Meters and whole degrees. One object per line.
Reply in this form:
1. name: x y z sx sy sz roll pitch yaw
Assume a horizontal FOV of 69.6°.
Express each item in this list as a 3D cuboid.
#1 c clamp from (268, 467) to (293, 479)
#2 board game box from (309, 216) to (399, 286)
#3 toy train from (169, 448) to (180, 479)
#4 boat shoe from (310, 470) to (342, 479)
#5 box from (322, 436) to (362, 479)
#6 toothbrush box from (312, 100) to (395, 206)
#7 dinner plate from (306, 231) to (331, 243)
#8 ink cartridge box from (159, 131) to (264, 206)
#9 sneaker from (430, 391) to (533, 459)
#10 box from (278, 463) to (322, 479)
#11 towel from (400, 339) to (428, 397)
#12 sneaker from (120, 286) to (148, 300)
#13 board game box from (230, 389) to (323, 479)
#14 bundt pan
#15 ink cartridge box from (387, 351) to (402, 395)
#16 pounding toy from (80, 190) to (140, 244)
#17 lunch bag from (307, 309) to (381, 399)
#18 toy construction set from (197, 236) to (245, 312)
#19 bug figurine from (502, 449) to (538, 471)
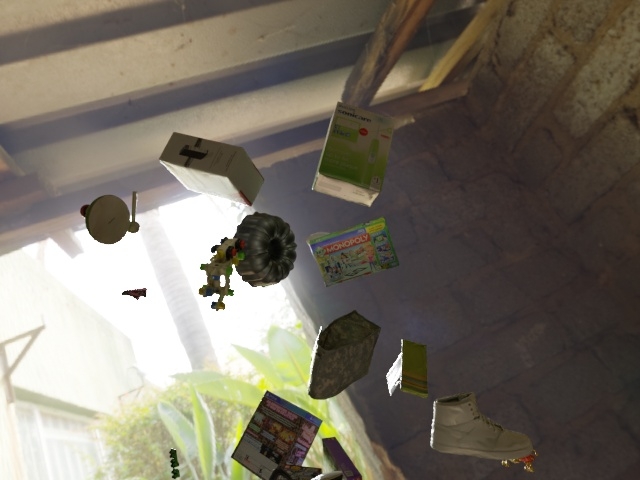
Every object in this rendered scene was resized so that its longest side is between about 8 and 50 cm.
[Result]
1. c clamp: -0.123 0.832 1.502 0.022 0.137 0.161 5 -74 -61
2. board game box: 0.137 0.050 1.866 0.316 0.046 0.214 -18 -64 9
3. toy train: -0.421 0.645 1.332 0.017 0.083 0.023 -32 -31 24
4. boat shoe: 0.001 0.616 1.155 0.132 0.042 0.049 -8 -12 -33
5. box: 0.070 0.826 1.560 0.057 0.201 0.293 -1 2 -15
6. toothbrush box: 0.110 -0.280 1.501 0.206 0.284 0.122 17 -25 -5
7. dinner plate: 0.000 0.000 2.315 0.141 0.017 0.141 -4 -32 -3
8. ink cartridge box: -0.350 -0.230 1.496 0.114 0.272 0.197 -66 -22 -17
9. sneaker: 0.478 0.540 1.360 0.292 0.170 0.108 1 1 5
10. box: -0.071 0.820 1.586 0.136 0.027 0.094 0 14 14
11. towel: 0.348 0.467 1.706 0.102 0.237 0.021 17 -53 -1
12. sneaker: -0.827 0.242 2.048 0.119 0.057 0.047 -7 -6 -2
13. board game box: -0.171 0.790 1.833 0.291 0.231 0.141 -60 -40 -20
14. bundt pan: -0.215 0.038 1.945 0.124 0.332 0.330 -3 -5 36
15. ink cartridge box: 0.336 0.554 1.916 0.146 0.045 0.179 -60 4 10
16. pounding toy: -0.795 -0.085 1.709 0.110 0.183 0.237 6 17 24
17. lunch bag: 0.061 0.425 1.695 0.286 0.168 0.236 -18 -52 -45
18. toy construction set: -0.365 0.106 1.730 0.150 0.328 0.215 3 -73 -8
19. bug figurine: 0.713 0.825 1.855 0.072 0.278 0.216 -58 -3 -28
